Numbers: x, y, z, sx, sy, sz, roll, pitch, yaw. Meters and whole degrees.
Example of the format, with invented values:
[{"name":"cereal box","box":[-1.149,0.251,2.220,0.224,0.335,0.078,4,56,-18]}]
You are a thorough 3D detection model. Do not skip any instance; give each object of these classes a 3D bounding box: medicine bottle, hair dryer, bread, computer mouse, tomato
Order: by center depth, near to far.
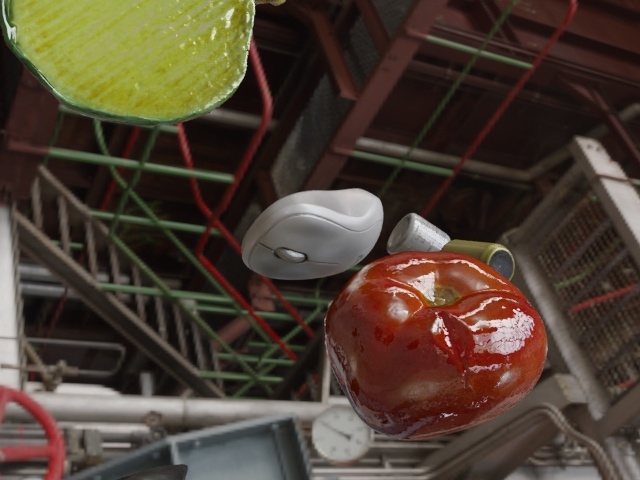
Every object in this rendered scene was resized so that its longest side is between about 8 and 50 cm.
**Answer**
[{"name":"bread","box":[-0.165,-0.195,0.817,0.033,0.228,0.229,121,-35,-59]},{"name":"tomato","box":[0.152,0.147,1.259,0.298,0.298,0.226,-129,-149,-52]},{"name":"computer mouse","box":[0.000,0.000,1.642,0.184,0.296,0.121,-46,-112,32]},{"name":"hair dryer","box":[0.286,0.140,1.789,0.135,0.090,0.279,6,-95,56]},{"name":"medicine bottle","box":[0.233,0.025,1.962,0.105,0.168,0.105,-52,-166,18]}]

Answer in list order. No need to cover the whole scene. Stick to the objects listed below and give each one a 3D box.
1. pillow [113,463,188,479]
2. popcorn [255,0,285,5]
[{"name":"pillow","box":[-0.304,0.419,1.385,0.106,0.249,0.186,67,-12,-12]},{"name":"popcorn","box":[-0.104,-0.566,1.716,0.191,0.190,0.254,-72,149,-72]}]
